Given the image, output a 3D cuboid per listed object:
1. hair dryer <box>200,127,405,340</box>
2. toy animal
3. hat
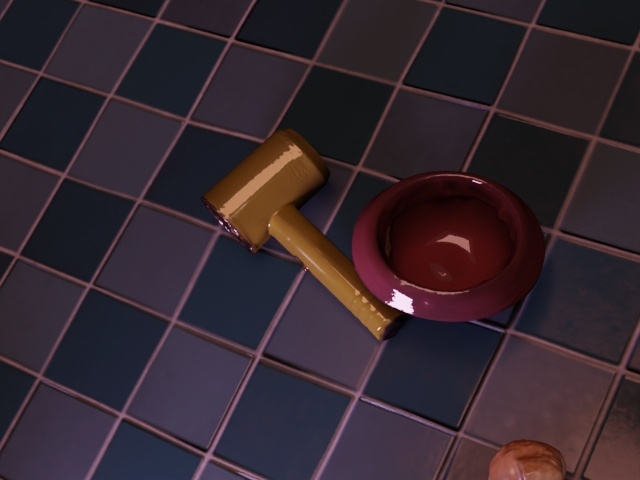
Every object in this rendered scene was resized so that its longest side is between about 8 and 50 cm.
[{"bbox_3d":[0.000,0.000,1.303,0.135,0.090,0.278,-42,66,-8],"label":"hair dryer"},{"bbox_3d":[0.142,0.258,1.107,0.184,0.104,0.185,26,78,26],"label":"toy animal"},{"bbox_3d":[0.137,0.012,1.233,0.205,0.089,0.205,-3,56,4],"label":"hat"}]
